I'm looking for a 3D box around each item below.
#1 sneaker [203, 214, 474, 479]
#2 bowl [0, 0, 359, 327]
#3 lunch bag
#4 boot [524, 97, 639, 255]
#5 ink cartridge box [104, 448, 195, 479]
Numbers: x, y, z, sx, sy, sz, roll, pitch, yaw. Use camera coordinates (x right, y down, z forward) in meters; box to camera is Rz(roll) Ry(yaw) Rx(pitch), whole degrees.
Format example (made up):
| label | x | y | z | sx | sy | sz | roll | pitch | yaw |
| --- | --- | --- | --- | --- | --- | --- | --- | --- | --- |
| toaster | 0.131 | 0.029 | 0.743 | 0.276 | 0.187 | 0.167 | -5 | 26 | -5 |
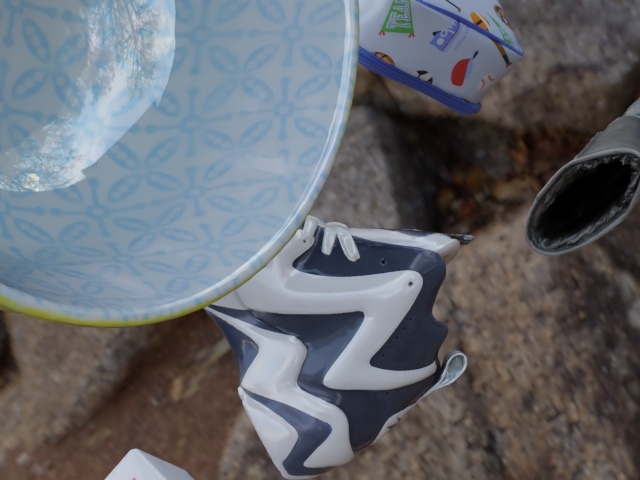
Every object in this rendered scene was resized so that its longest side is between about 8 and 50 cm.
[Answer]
| label | x | y | z | sx | sy | sz | roll | pitch | yaw |
| --- | --- | --- | --- | --- | --- | --- | --- | --- | --- |
| sneaker | 0.000 | 0.000 | 0.941 | 0.153 | 0.094 | 0.235 | -26 | 88 | -1 |
| bowl | -0.137 | -0.105 | 0.747 | 0.156 | 0.289 | 0.289 | -3 | 51 | 47 |
| lunch bag | 0.067 | -0.275 | 1.793 | 0.115 | 0.243 | 0.303 | -52 | 42 | 23 |
| boot | 0.235 | -0.074 | 1.244 | 0.076 | 0.208 | 0.189 | 44 | 107 | 12 |
| ink cartridge box | -0.136 | 0.373 | 1.622 | 0.289 | 0.121 | 0.211 | 41 | 90 | 29 |
